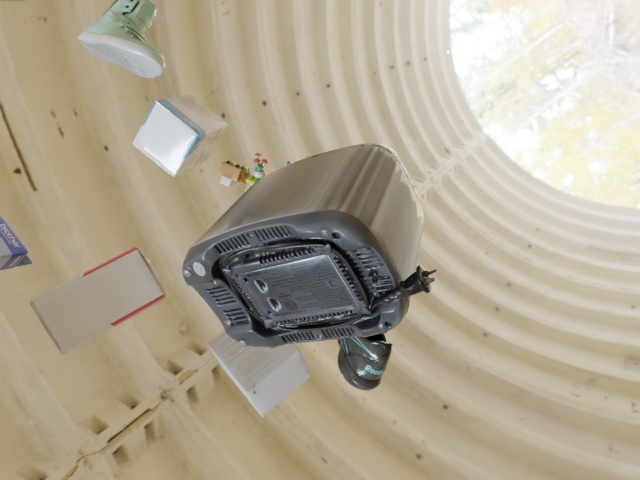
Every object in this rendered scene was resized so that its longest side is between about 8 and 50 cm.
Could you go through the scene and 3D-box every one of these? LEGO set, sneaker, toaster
[{"bbox_3d":[-0.073,-0.099,0.804,0.132,0.107,0.287,-7,-146,-25],"label":"LEGO set"},{"bbox_3d":[-0.367,-0.421,0.961,0.255,0.151,0.094,29,169,32],"label":"sneaker"},{"bbox_3d":[0.000,0.000,0.433,0.129,0.226,0.146,57,-143,-26],"label":"toaster"},{"bbox_3d":[0.063,0.149,0.920,0.101,0.106,0.267,7,-147,-31],"label":"sneaker"}]

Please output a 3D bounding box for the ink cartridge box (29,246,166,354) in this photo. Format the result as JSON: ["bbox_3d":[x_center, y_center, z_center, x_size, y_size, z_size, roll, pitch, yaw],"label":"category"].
[{"bbox_3d":[-0.437,0.124,0.998,0.207,0.283,0.117,-31,-88,-20],"label":"ink cartridge box"}]

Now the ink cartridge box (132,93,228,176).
[{"bbox_3d":[-0.236,-0.188,0.846,0.090,0.092,0.143,39,-155,-2],"label":"ink cartridge box"}]

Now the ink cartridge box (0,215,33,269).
[{"bbox_3d":[-0.683,-0.020,0.880,0.186,0.065,0.311,51,-169,5],"label":"ink cartridge box"}]

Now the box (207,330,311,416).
[{"bbox_3d":[-0.125,0.242,0.982,0.130,0.170,0.091,-35,-49,-20],"label":"box"}]
